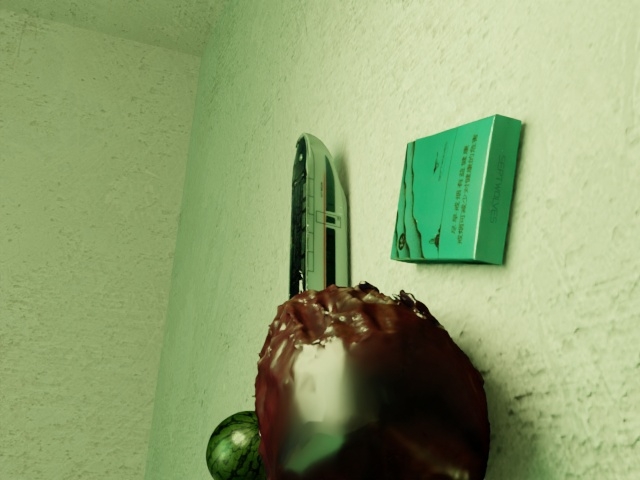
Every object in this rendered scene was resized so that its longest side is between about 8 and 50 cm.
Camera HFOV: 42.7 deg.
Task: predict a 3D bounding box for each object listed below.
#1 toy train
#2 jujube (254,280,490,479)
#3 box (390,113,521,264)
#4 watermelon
[{"bbox_3d":[0.000,0.000,1.337,0.086,0.088,0.407,130,146,-54],"label":"toy train"},{"bbox_3d":[0.043,0.177,0.879,0.376,0.258,0.258,-110,33,-80],"label":"jujube"},{"bbox_3d":[0.153,-0.052,0.973,0.226,0.042,0.161,175,106,-72],"label":"box"},{"bbox_3d":[-0.123,0.357,1.432,0.140,0.141,0.187,-107,36,-55],"label":"watermelon"}]
